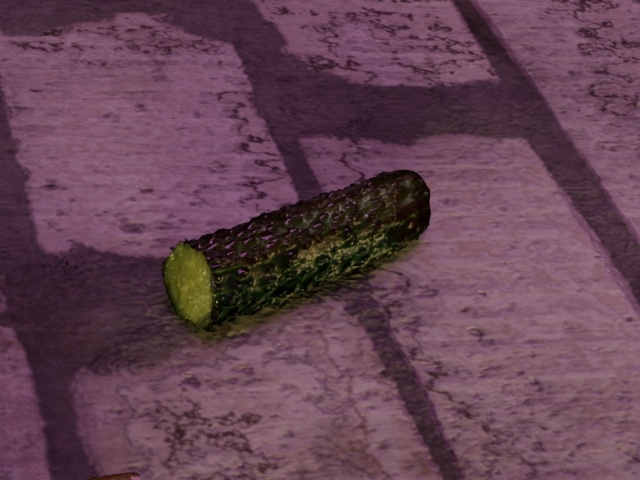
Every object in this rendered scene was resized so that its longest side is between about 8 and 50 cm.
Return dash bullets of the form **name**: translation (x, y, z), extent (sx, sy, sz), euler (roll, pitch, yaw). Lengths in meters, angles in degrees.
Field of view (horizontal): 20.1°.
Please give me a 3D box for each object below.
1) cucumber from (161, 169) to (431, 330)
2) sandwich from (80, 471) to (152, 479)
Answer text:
- **cucumber**: translation (0.000, 0.000, 1.843), extent (0.359, 0.096, 0.096), euler (-19, 45, -41)
- **sandwich**: translation (-0.225, 0.262, 1.361), extent (0.235, 0.128, 0.122), euler (-14, 35, -28)
